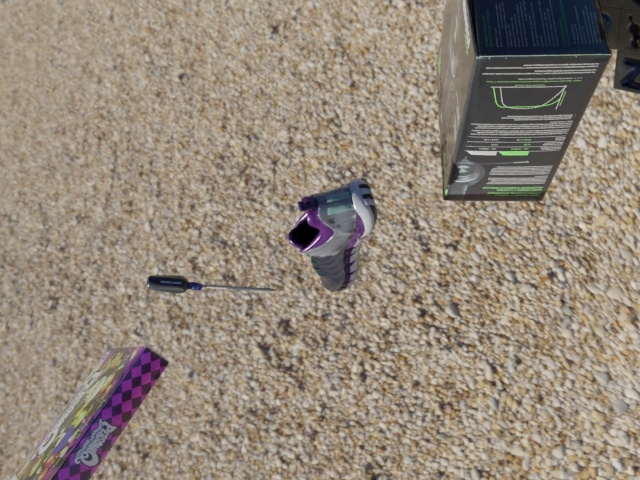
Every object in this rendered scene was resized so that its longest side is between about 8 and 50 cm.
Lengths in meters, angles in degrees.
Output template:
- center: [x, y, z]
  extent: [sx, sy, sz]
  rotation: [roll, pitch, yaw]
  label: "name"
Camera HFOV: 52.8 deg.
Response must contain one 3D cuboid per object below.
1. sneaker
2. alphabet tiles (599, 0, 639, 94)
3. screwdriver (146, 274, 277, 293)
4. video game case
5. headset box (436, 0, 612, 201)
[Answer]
- center: [0.000, 0.000, 0.817]
  extent: [0.224, 0.098, 0.083]
  rotation: [103, 153, -56]
  label: "sneaker"
- center: [0.444, -0.321, 0.759]
  extent: [0.011, 0.343, 0.285]
  rotation: [-32, 40, -26]
  label: "alphabet tiles"
- center: [-0.141, 0.063, 0.844]
  extent: [0.025, 0.169, 0.024]
  rotation: [-92, 13, -47]
  label: "screwdriver"
- center: [-0.296, 0.236, 0.793]
  extent: [0.210, 0.042, 0.232]
  rotation: [-16, 37, 59]
  label: "video game case"
- center: [0.219, -0.211, 0.775]
  extent: [0.131, 0.283, 0.247]
  rotation: [0, 63, 4]
  label: "headset box"
